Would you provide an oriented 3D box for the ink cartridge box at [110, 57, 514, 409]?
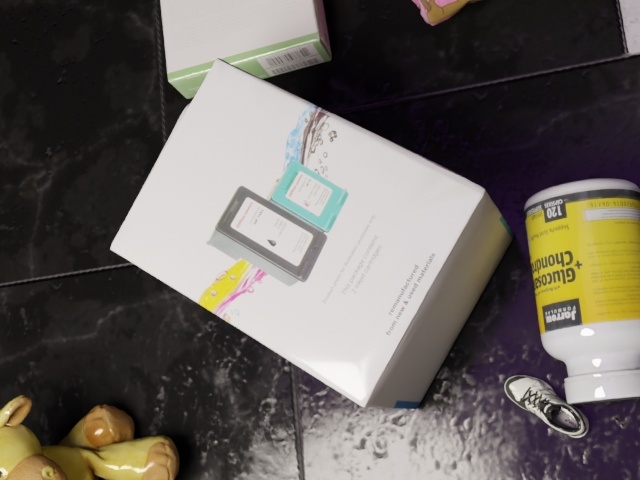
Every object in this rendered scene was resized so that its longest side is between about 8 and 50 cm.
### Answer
[{"bbox_3d":[0.000,0.000,0.862,0.270,0.198,0.197,29,90,21],"label":"ink cartridge box"}]

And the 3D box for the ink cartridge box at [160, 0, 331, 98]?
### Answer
[{"bbox_3d":[-0.090,-0.286,1.022,0.171,0.056,0.235,-13,73,14],"label":"ink cartridge box"}]

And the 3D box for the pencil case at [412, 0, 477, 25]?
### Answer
[{"bbox_3d":[0.231,-0.343,0.878,0.386,0.160,0.167,-22,45,13],"label":"pencil case"}]

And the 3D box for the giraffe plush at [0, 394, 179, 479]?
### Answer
[{"bbox_3d":[-0.264,0.226,0.899,0.210,0.170,0.181,4,67,25],"label":"giraffe plush"}]

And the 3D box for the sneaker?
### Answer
[{"bbox_3d":[0.202,0.146,0.855,0.083,0.037,0.032,29,91,22],"label":"sneaker"}]

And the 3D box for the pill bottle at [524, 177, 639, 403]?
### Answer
[{"bbox_3d":[0.238,0.046,0.827,0.103,0.103,0.184,-9,76,16],"label":"pill bottle"}]
